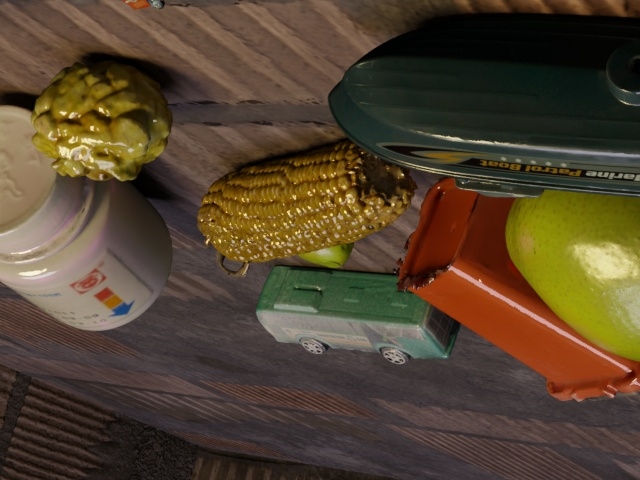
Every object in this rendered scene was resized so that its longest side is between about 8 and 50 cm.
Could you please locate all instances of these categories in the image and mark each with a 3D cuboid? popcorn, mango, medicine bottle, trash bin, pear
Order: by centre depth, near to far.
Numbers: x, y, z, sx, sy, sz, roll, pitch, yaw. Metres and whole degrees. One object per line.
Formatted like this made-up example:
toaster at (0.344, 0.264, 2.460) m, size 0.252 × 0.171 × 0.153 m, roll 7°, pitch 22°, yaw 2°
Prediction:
pear at (0.236, 0.001, 1.046) m, size 0.187 × 0.187 × 0.219 m, roll 21°, pitch 165°, yaw -22°
popcorn at (-0.187, -0.100, 1.212) m, size 0.120 × 0.116 × 0.106 m, roll -30°, pitch 166°, yaw 4°
trash bin at (0.198, 0.037, 1.269) m, size 0.238 × 0.161 × 0.184 m, roll 27°, pitch 161°, yaw -14°
medicine bottle at (-0.274, -0.020, 1.446) m, size 0.170 × 0.170 × 0.293 m, roll 10°, pitch 164°, yaw 16°
mango at (0.000, 0.000, 1.474) m, size 0.073 × 0.056 × 0.108 m, roll 19°, pitch 167°, yaw 7°

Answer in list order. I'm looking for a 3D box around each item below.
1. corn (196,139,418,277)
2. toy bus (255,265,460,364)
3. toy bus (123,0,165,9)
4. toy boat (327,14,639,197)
corn at (-0.022, -0.033, 1.307) m, size 0.106 × 0.106 × 0.293 m, roll 23°, pitch 161°, yaw -28°
toy bus at (0.044, 0.086, 1.684) m, size 0.261 × 0.091 × 0.109 m, roll 2°, pitch 149°, yaw 34°
toy bus at (-0.111, -0.190, 0.973) m, size 0.043 × 0.031 × 0.110 m, roll 32°, pitch 158°, yaw -28°
toy boat at (0.140, -0.088, 0.944) m, size 0.296 × 0.114 × 0.122 m, roll 6°, pitch 154°, yaw 27°
